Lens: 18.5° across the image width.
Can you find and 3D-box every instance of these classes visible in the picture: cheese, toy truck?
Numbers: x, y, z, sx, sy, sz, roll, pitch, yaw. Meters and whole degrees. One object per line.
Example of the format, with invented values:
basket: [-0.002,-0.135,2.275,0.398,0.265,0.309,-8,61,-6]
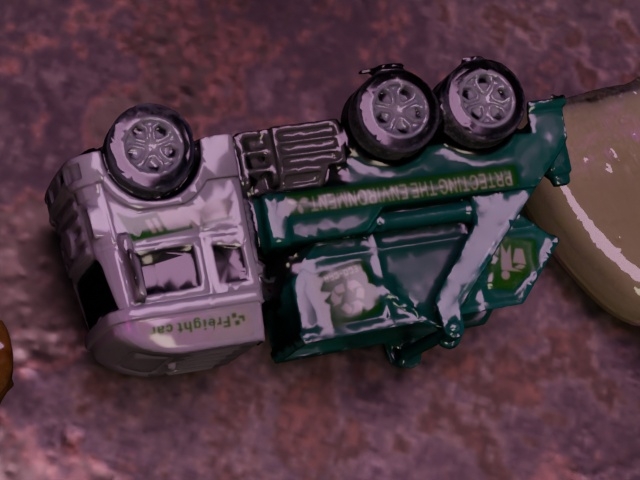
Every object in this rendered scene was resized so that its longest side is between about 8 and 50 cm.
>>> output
cheese: [0.155,0.019,0.896,0.097,0.037,0.192,-13,70,-22]
toy truck: [0.000,0.000,0.830,0.216,0.110,0.116,-9,79,-19]

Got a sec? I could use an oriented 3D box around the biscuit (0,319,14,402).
biscuit: [-0.254,-0.020,0.804,0.197,0.049,0.301,-24,73,-28]
